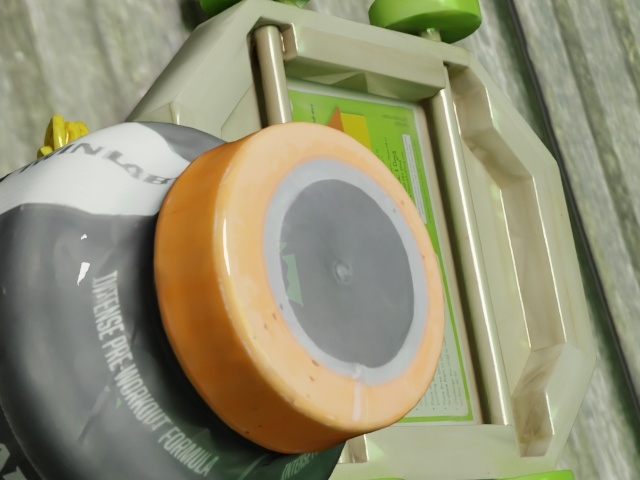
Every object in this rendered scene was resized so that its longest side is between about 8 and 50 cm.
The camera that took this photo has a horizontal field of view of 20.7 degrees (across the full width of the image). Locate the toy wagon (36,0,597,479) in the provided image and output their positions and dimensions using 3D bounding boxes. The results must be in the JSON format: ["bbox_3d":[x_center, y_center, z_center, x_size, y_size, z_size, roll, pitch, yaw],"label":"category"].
[{"bbox_3d":[0.000,0.000,0.785,0.344,0.068,0.267,5,69,-45],"label":"toy wagon"}]

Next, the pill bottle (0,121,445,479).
[{"bbox_3d":[-0.079,0.042,0.543,0.130,0.246,0.130,22,58,-40],"label":"pill bottle"}]
